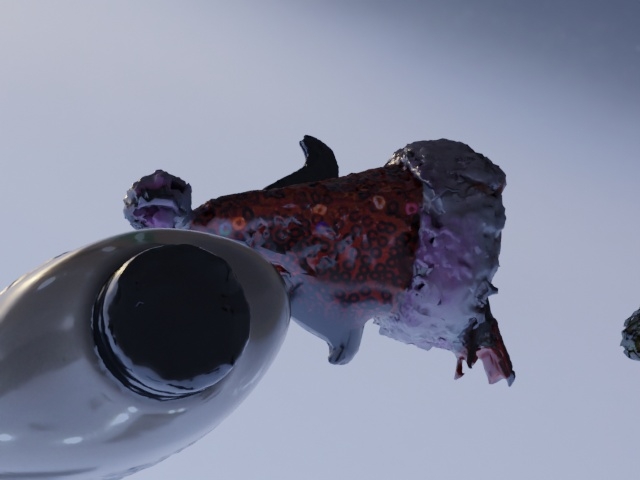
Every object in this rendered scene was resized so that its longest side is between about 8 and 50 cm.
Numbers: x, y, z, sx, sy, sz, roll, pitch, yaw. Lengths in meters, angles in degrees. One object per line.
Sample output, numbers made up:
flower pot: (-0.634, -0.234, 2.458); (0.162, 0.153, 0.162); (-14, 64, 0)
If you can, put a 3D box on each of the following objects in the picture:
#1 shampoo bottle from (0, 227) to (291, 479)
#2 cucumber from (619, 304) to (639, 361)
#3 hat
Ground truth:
shampoo bottle: (-0.080, 0.045, 0.560); (0.127, 0.078, 0.257); (-19, 174, -22)
cucumber: (0.304, 0.047, 1.349); (0.053, 0.053, 0.181); (22, -145, 23)
hat: (-0.001, 0.003, 0.909); (0.227, 0.140, 0.129); (6, 178, -20)
